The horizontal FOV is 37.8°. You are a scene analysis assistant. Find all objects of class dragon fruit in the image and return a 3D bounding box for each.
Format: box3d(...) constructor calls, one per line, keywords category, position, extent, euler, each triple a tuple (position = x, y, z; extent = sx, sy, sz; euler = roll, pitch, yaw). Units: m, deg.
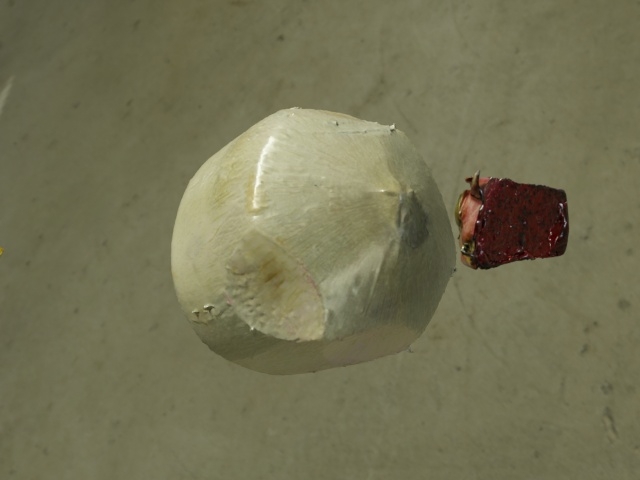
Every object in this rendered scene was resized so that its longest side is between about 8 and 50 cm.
box3d(category="dragon fruit", position=(0.186, -0.026, 1.001), extent=(0.096, 0.147, 0.102), euler=(23, 107, 54))

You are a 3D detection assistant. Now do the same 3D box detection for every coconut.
box3d(category="coconut", position=(0.002, 0.001, 0.551), extent=(0.162, 0.161, 0.161), euler=(-15, 49, 46))

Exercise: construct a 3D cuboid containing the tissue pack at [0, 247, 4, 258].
box3d(category="tissue pack", position=(-0.482, 0.058, 1.187), extent=(0.176, 0.095, 0.062), euler=(-84, 20, -58))
